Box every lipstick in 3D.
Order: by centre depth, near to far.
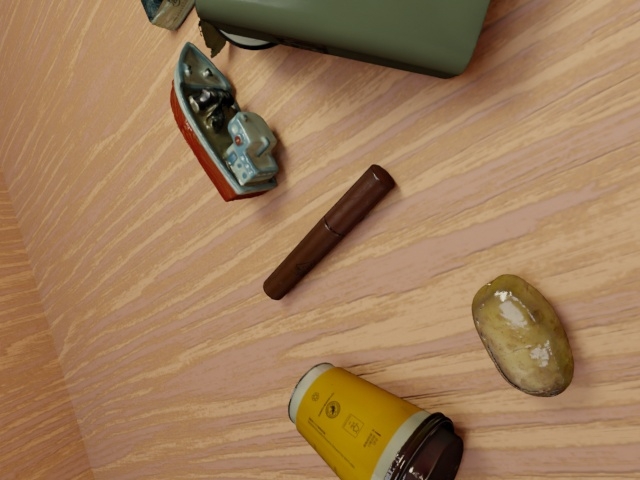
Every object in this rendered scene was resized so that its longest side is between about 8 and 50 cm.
[{"bbox_3d":[0.000,0.000,0.752,0.357,0.057,0.057,-47,70,32],"label":"lipstick"}]

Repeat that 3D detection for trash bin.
[{"bbox_3d":[0.040,-0.350,0.508,0.343,0.158,0.223,16,109,2],"label":"trash bin"}]

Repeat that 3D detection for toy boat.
[{"bbox_3d":[-0.195,-0.246,0.801,0.133,0.145,0.332,-35,82,35],"label":"toy boat"}]

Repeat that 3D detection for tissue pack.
[{"bbox_3d":[-0.361,-0.646,0.901,0.185,0.081,0.257,-31,79,37],"label":"tissue pack"}]

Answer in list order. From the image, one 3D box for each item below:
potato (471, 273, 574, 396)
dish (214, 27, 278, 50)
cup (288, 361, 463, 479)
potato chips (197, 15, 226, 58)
[{"bbox_3d":[0.276,0.131,0.549,0.107,0.080,0.170,-35,81,35],"label":"potato"},{"bbox_3d":[-0.065,-0.479,0.684,0.316,0.106,0.316,4,97,31],"label":"dish"},{"bbox_3d":[0.083,0.331,0.674,0.279,0.196,0.196,21,110,42],"label":"cup"},{"bbox_3d":[-0.209,-0.475,0.790,0.026,0.142,0.209,13,131,10],"label":"potato chips"}]
